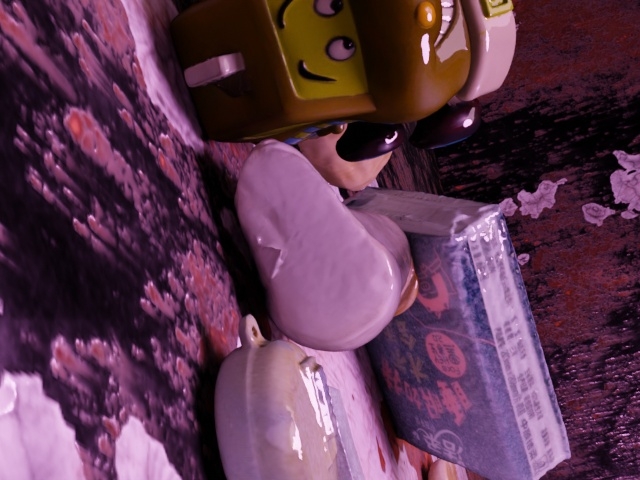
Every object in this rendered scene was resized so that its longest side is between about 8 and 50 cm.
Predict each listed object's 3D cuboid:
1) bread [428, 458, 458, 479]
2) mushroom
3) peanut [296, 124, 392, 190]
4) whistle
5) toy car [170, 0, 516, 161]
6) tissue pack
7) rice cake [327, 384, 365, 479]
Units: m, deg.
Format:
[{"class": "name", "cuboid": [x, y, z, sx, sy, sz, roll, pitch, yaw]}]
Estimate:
[{"class": "bread", "cuboid": [0.184, 0.418, 1.277, 0.182, 0.039, 0.250, 15, 61, -76]}, {"class": "mushroom", "cuboid": [0.020, 0.010, 0.813, 0.329, 0.122, 0.159, 10, 76, -78]}, {"class": "peanut", "cuboid": [0.007, -0.204, 0.999, 0.149, 0.149, 0.313, -68, 146, -71]}, {"class": "whistle", "cuboid": [-0.011, 0.171, 0.603, 0.126, 0.067, 0.257, -21, 99, -79]}, {"class": "toy car", "cuboid": [-0.005, -0.145, 0.703, 0.198, 0.248, 0.204, -25, 101, -39]}, {"class": "tissue pack", "cuboid": [0.132, 0.104, 1.050, 0.228, 0.103, 0.315, 15, -51, 56]}, {"class": "rice cake", "cuboid": [0.021, 0.198, 0.811, 0.033, 0.029, 0.170, -27, 101, -72]}]
